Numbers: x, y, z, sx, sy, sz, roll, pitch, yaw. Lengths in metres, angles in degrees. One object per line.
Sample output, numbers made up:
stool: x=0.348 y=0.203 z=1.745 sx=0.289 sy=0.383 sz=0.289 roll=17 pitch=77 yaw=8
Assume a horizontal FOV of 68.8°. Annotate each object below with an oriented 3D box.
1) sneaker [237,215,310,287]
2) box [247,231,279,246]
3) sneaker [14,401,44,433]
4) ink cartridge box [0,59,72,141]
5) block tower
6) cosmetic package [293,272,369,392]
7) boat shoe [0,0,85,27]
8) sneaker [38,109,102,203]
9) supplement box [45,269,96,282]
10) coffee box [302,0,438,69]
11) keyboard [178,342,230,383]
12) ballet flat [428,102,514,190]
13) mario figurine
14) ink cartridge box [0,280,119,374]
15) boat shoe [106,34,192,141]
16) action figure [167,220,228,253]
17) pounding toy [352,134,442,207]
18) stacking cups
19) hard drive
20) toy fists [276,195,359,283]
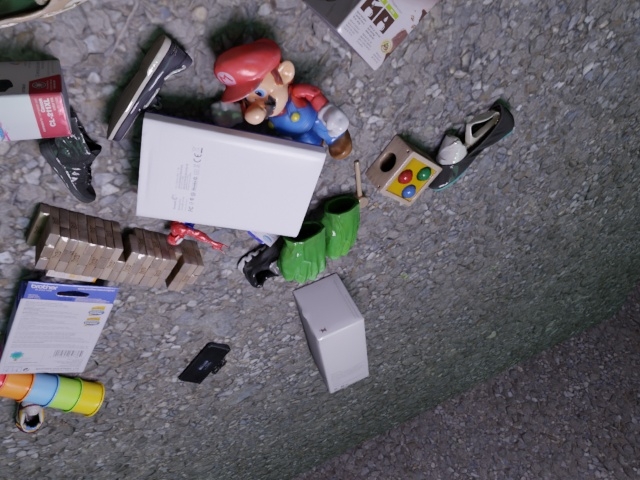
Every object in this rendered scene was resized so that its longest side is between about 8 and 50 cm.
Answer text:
sneaker: x=-0.104 y=0.036 z=1.177 sx=0.234 sy=0.106 sz=0.078 roll=-41 pitch=140 yaw=12
box: x=-0.118 y=-0.048 z=1.115 sx=0.081 sy=0.028 sz=0.136 roll=39 pitch=107 yaw=-12
sneaker: x=-0.775 y=0.479 z=1.242 sx=0.070 sy=0.083 sz=0.185 roll=-1 pitch=131 yaw=-31
ink cartridge box: x=-0.472 y=-0.206 z=0.688 sx=0.175 sy=0.127 sz=0.072 roll=-11 pitch=135 yaw=-22
block tower: x=-0.421 y=0.026 z=0.986 sx=0.336 sy=0.097 sz=0.091 roll=18 pitch=120 yaw=-40
cosmetic package: x=0.039 y=0.301 z=1.471 sx=0.155 sy=0.196 sz=0.365 roll=-21 pitch=140 yaw=-11
boat shoe: x=-0.367 y=-0.354 z=0.622 sx=0.303 sy=0.098 sz=0.109 roll=-24 pitch=140 yaw=-7
sneaker: x=-0.429 y=-0.144 z=0.838 sx=0.089 sy=0.051 sz=0.170 roll=-23 pitch=136 yaw=-2
supplement box: x=-0.521 y=0.050 z=0.993 sx=0.099 sy=0.036 sz=0.062 roll=18 pitch=121 yaw=-42
coffee box: x=0.126 y=-0.458 z=0.763 sx=0.297 sy=0.168 sz=0.119 roll=-45 pitch=138 yaw=18
keyboard: x=-0.350 y=0.384 z=1.453 sx=0.108 sy=0.023 sz=0.180 roll=25 pitch=116 yaw=-38
ballet flat: x=0.370 y=-0.249 z=1.195 sx=0.280 sy=0.095 sz=0.096 roll=-41 pitch=130 yaw=-3
mario figurine: x=-0.077 y=-0.227 z=0.879 sx=0.198 sy=0.170 sz=0.321 roll=-41 pitch=141 yaw=15
ink cartridge box: x=-0.603 y=0.191 z=1.070 sx=0.186 sy=0.065 sz=0.311 roll=11 pitch=127 yaw=-38
boat shoe: x=-0.294 y=-0.245 z=0.799 sx=0.065 sy=0.075 sz=0.206 roll=26 pitch=111 yaw=-41
action figure: x=-0.222 y=-0.084 z=0.991 sx=0.139 sy=0.091 sz=0.280 roll=25 pitch=116 yaw=-34
pounding toy: x=0.168 y=-0.147 z=1.164 sx=0.181 sy=0.094 sz=0.206 roll=18 pitch=120 yaw=-42
stacking cups: x=-0.704 y=0.365 z=1.170 sx=0.096 sy=0.096 sz=0.316 roll=-39 pitch=137 yaw=9
hard drive: x=-0.173 y=-0.113 z=0.888 sx=0.319 sy=0.040 sz=0.210 roll=8 pitch=130 yaw=-18
toy fists: x=0.000 y=0.000 z=1.146 sx=0.279 sy=0.096 sz=0.142 roll=-37 pitch=137 yaw=-42
